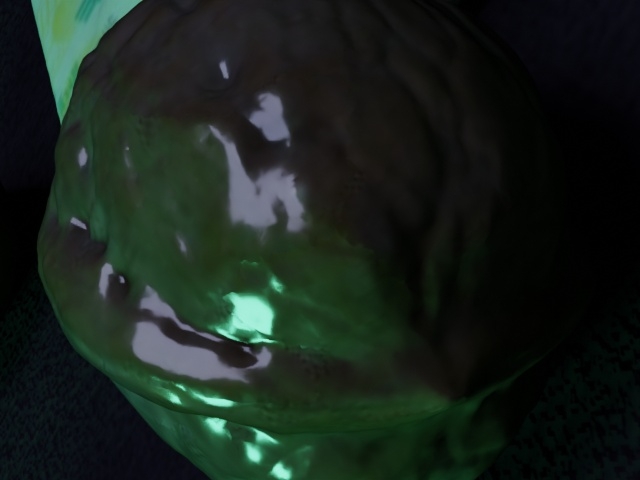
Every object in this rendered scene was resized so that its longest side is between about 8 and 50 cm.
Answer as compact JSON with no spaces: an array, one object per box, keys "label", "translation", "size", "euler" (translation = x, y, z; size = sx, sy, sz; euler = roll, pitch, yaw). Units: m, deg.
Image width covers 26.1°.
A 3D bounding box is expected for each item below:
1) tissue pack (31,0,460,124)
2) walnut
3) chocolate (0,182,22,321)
[{"label":"tissue pack","translation":[-0.042,-0.245,0.710],"size":[0.287,0.162,0.388],"euler":[-52,41,29]},{"label":"walnut","translation":[0.000,0.000,0.521],"size":[0.224,0.224,0.224],"euler":[-27,55,46]},{"label":"chocolate","translation":[-0.285,0.015,0.942],"size":[0.177,0.177,0.177],"euler":[-27,55,46]}]
